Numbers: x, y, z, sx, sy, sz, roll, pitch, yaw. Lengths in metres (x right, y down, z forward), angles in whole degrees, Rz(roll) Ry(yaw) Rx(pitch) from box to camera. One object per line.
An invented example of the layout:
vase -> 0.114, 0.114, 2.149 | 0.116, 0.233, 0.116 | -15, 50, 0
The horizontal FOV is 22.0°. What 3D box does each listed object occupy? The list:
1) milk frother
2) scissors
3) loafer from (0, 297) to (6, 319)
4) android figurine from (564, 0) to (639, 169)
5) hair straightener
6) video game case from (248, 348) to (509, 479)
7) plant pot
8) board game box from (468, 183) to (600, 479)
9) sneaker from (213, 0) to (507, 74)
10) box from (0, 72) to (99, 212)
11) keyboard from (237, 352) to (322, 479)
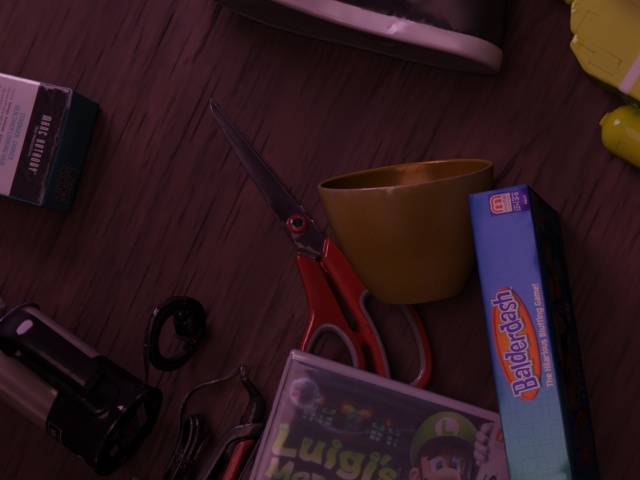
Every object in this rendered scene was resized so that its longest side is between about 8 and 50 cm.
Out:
milk frother -> -0.183, 0.089, 1.328 | 0.134, 0.129, 0.143 | 33, 50, 16
scissors -> 0.000, 0.000, 1.317 | 0.109, 0.021, 0.297 | -18, 68, -3
loafer -> -0.408, 0.058, 1.382 | 0.319, 0.112, 0.111 | 9, 91, 24
android figurine -> 0.302, -0.160, 1.233 | 0.273, 0.056, 0.248 | 30, 92, 16
hair straightener -> -0.113, 0.201, 1.310 | 0.089, 0.047, 0.230 | 21, 90, 16
video game case -> 0.042, 0.192, 1.250 | 0.190, 0.022, 0.173 | 17, 91, -1
plant pot -> 0.070, -0.004, 1.250 | 0.134, 0.134, 0.095 | -6, 98, 15
board game box -> 0.157, 0.075, 1.192 | 0.047, 0.160, 0.210 | -10, 80, 15
sneaker -> 0.019, -0.237, 1.300 | 0.295, 0.104, 0.147 | 16, 86, 11
box -> -0.318, -0.101, 1.394 | 0.244, 0.060, 0.101 | 15, 88, 16
keyboard -> -0.005, 0.189, 1.285 | 0.108, 0.023, 0.180 | 27, 86, 11
